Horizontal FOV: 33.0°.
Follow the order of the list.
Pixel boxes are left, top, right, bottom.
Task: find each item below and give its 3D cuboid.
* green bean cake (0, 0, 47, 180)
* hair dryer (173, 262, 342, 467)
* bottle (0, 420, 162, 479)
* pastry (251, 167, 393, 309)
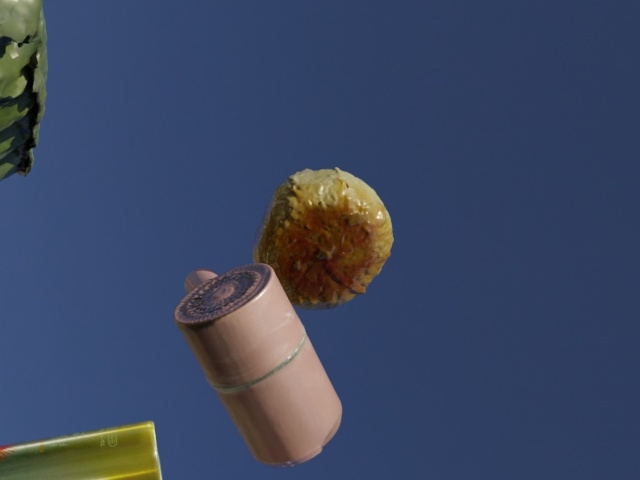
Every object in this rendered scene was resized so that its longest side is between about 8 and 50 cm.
[{"bbox_3d":[-0.259,-0.145,0.608,0.255,0.132,0.241,50,-29,7],"label":"green bean cake"},{"bbox_3d":[-0.100,0.116,1.339,0.210,0.125,0.352,63,-9,-21],"label":"hair dryer"},{"bbox_3d":[-0.317,0.258,1.169,0.286,0.082,0.082,-9,-97,-9],"label":"bottle"},{"bbox_3d":[0.000,0.000,1.468,0.192,0.182,0.093,-56,-157,20],"label":"pastry"}]
